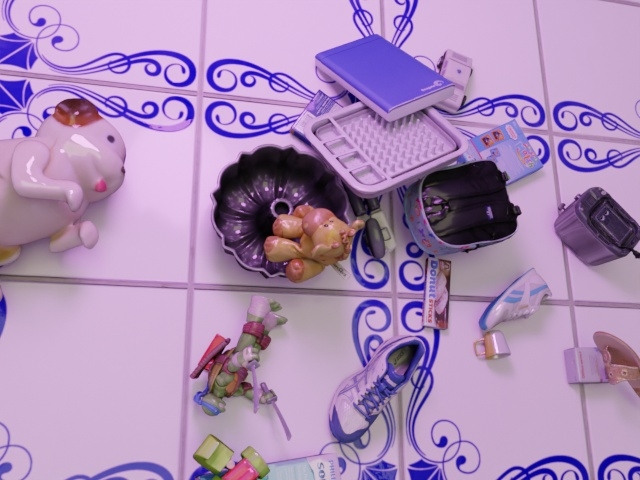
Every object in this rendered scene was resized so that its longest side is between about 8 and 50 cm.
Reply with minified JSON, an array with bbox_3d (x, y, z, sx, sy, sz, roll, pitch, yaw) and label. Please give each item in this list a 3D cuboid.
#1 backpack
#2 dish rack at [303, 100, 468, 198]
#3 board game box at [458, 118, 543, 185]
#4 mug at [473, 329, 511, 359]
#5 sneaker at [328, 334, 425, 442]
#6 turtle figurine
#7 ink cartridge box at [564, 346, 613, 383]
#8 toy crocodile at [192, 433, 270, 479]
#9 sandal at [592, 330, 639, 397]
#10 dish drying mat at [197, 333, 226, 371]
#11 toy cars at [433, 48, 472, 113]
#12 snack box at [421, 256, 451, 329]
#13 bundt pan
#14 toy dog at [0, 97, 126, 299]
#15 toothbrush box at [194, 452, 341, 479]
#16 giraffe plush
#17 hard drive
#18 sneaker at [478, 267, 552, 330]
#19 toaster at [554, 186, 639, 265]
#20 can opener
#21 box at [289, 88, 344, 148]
[{"bbox_3d":[0.332,-0.075,1.650,0.254,0.191,0.225,-12,81,-27],"label":"backpack"},{"bbox_3d":[0.155,-0.229,1.602,0.333,0.072,0.285,-25,54,-21],"label":"dish rack"},{"bbox_3d":[0.488,-0.226,1.821,0.212,0.039,0.160,-25,81,-19],"label":"board game box"},{"bbox_3d":[0.429,0.258,1.648,0.078,0.062,0.064,2,65,-21],"label":"mug"},{"bbox_3d":[0.127,0.327,1.510,0.112,0.131,0.296,39,69,-3],"label":"sneaker"},{"bbox_3d":[-0.124,0.272,1.431,0.198,0.275,0.266,42,58,-37],"label":"turtle figurine"},{"bbox_3d":[0.694,0.321,1.699,0.123,0.052,0.088,3,73,-16],"label":"ink cartridge box"},{"bbox_3d":[-0.114,0.511,1.269,0.115,0.105,0.340,-36,83,-23],"label":"toy crocodile"},{"bbox_3d":[0.752,0.336,1.635,0.240,0.088,0.079,48,61,-4],"label":"sandal"},{"bbox_3d":[-0.243,0.254,1.501,0.032,0.008,0.083,32,69,-2],"label":"dish drying mat"},{"bbox_3d":[0.287,-0.408,1.799,0.394,0.087,0.176,-29,83,-21],"label":"toy cars"},{"bbox_3d":[0.292,0.133,1.669,0.064,0.022,0.178,10,72,-10],"label":"snack box"},{"bbox_3d":[-0.101,-0.057,1.572,0.331,0.124,0.330,4,73,-13],"label":"bundt pan"},{"bbox_3d":[-0.605,-0.120,1.412,0.408,0.284,0.395,-32,47,-19],"label":"toy dog"},{"bbox_3d":[-0.100,0.573,1.376,0.296,0.126,0.216,-6,74,-16],"label":"toothbrush box"},{"bbox_3d":[0.000,0.000,1.423,0.210,0.170,0.181,28,68,-5],"label":"giraffe plush"},{"bbox_3d":[0.160,-0.428,1.708,0.210,0.040,0.318,-25,50,-23],"label":"hard drive"},{"bbox_3d":[0.494,0.162,1.674,0.229,0.087,0.092,-35,78,-23],"label":"sneaker"},{"bbox_3d":[0.738,-0.026,1.766,0.227,0.146,0.129,45,69,3],"label":"toaster"},{"bbox_3d":[0.115,-0.092,1.647,0.074,0.093,0.280,-21,86,-6],"label":"can opener"},{"bbox_3d":[0.049,-0.272,1.715,0.225,0.036,0.136,35,76,-1],"label":"box"}]
